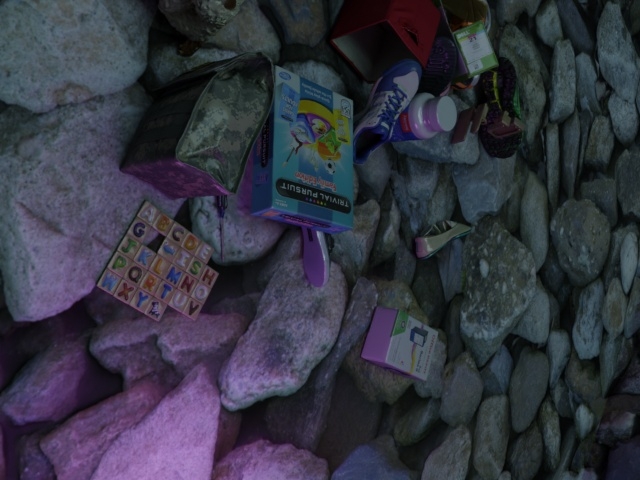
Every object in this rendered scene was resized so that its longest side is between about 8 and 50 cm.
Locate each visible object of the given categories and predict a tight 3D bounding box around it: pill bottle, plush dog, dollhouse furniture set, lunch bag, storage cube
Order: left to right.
[{"bbox_3d":[-0.276,-0.505,1.242,0.225,0.211,0.262,43,34,-21],"label":"plush dog"},{"bbox_3d":[-0.229,-0.238,1.228,0.169,0.235,0.286,33,69,-37],"label":"lunch bag"},{"bbox_3d":[0.173,-0.549,1.631,0.184,0.215,0.193,38,60,-38],"label":"storage cube"},{"bbox_3d":[0.246,-0.331,1.702,0.124,0.222,0.124,-2,93,-44],"label":"pill bottle"},{"bbox_3d":[0.532,-0.338,2.013,0.151,0.144,0.123,29,72,-26],"label":"dollhouse furniture set"}]

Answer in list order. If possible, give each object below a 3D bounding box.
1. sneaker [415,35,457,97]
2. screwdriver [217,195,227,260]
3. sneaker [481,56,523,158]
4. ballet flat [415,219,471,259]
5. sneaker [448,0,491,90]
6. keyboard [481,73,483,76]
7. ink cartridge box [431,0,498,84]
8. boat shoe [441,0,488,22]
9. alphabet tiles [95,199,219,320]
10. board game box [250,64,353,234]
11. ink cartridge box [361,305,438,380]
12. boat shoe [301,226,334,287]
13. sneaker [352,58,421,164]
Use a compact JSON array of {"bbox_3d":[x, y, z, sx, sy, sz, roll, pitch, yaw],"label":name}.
[{"bbox_3d":[0.312,-0.450,1.775,0.319,0.112,0.131,99,9,-51],"label":"sneaker"},{"bbox_3d":[-0.220,-0.037,1.404,0.025,0.024,0.169,3,97,-15],"label":"screwdriver"},{"bbox_3d":[0.622,-0.445,2.132,0.146,0.134,0.343,-40,130,-58],"label":"sneaker"},{"bbox_3d":[0.375,-0.020,1.951,0.249,0.086,0.086,-25,109,-40],"label":"ballet flat"},{"bbox_3d":[0.417,-0.627,1.923,0.180,0.125,0.320,0,92,-46],"label":"sneaker"},{"bbox_3d":[0.508,-0.623,2.086,0.180,0.023,0.108,50,53,-33],"label":"keyboard"},{"bbox_3d":[0.367,-0.569,1.746,0.097,0.189,0.255,-24,100,-7],"label":"ink cartridge box"},{"bbox_3d":[0.361,-0.735,1.852,0.277,0.098,0.096,25,47,-14],"label":"boat shoe"},{"bbox_3d":[-0.320,0.063,1.315,0.237,0.009,0.198,40,65,-37],"label":"alphabet tiles"},{"bbox_3d":[-0.035,-0.203,1.483,0.254,0.079,0.335,12,72,-42],"label":"board game box"},{"bbox_3d":[0.231,0.296,1.809,0.212,0.093,0.154,33,69,-42],"label":"ink cartridge box"},{"bbox_3d":[0.000,0.000,1.584,0.076,0.080,0.228,-13,94,-42],"label":"boat shoe"},{"bbox_3d":[0.163,-0.311,1.586,0.112,0.131,0.296,26,112,-30],"label":"sneaker"}]
